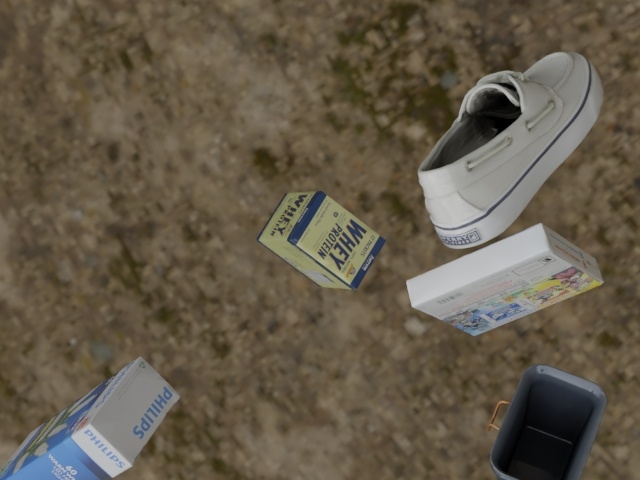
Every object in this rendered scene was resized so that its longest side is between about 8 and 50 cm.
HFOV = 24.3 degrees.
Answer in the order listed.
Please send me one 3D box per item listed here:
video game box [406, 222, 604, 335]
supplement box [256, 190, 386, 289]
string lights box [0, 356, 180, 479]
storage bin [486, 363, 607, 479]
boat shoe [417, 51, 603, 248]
[{"bbox_3d":[0.247,0.055,1.975,0.205,0.187,0.048,-24,61,24],"label":"video game box"},{"bbox_3d":[0.000,0.000,1.383,0.083,0.056,0.083,37,166,-21],"label":"supplement box"},{"bbox_3d":[-0.299,0.257,1.845,0.077,0.133,0.259,46,130,-11],"label":"string lights box"},{"bbox_3d":[0.206,0.201,1.429,0.098,0.135,0.091,20,141,12],"label":"storage bin"},{"bbox_3d":[0.162,-0.104,1.299,0.096,0.267,0.088,-1,126,44],"label":"boat shoe"}]
